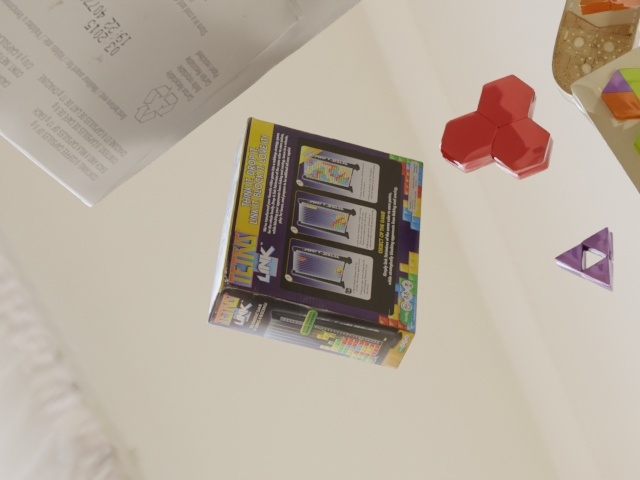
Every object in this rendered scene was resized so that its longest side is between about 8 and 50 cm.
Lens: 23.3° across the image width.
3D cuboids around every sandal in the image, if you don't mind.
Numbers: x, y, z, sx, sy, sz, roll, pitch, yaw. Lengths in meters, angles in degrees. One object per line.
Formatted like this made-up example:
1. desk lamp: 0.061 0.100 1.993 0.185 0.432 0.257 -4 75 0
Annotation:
1. sandal: 0.216 -0.226 1.173 0.088 0.240 0.079 6 -13 17

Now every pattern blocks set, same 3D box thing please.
1. pattern blocks set: 0.274 -0.100 1.070 0.285 0.325 0.026 45 -5 30

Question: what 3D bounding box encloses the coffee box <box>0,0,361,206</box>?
1. coffee box: -0.164 -0.291 0.996 0.334 0.338 0.337 52 1 26

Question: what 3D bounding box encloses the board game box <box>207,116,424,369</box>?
1. board game box: 0.000 0.000 1.124 0.141 0.170 0.048 14 -43 -8
